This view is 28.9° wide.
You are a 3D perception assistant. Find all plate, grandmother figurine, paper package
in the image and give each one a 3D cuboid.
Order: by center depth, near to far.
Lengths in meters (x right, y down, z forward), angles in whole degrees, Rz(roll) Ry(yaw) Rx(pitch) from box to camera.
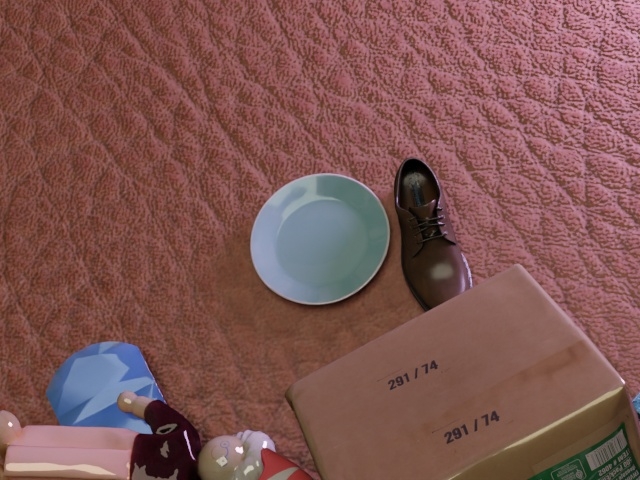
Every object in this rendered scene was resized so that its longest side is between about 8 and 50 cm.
[{"bbox_3d":[0.159,0.219,1.361,0.324,0.168,0.309,-28,28,-1],"label":"paper package"},{"bbox_3d":[-0.222,0.277,1.506,0.342,0.104,0.208,-2,70,3],"label":"grandmother figurine"},{"bbox_3d":[0.000,0.000,1.641,0.188,0.024,0.188,-4,67,10],"label":"plate"}]

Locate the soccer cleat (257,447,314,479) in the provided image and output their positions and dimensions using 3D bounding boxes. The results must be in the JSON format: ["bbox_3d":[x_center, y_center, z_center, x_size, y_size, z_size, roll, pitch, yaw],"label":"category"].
[{"bbox_3d":[-0.127,0.375,1.399,0.318,0.109,0.116,-42,76,-14],"label":"soccer cleat"}]

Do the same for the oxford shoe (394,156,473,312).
[{"bbox_3d":[0.134,-0.003,1.574,0.082,0.096,0.227,-18,66,2],"label":"oxford shoe"}]

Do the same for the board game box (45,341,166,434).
[{"bbox_3d":[-0.269,0.215,1.603,0.133,0.033,0.169,-29,71,-4],"label":"board game box"}]

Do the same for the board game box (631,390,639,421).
[{"bbox_3d":[0.460,0.172,1.443,0.186,0.026,0.126,-41,62,-20],"label":"board game box"}]
